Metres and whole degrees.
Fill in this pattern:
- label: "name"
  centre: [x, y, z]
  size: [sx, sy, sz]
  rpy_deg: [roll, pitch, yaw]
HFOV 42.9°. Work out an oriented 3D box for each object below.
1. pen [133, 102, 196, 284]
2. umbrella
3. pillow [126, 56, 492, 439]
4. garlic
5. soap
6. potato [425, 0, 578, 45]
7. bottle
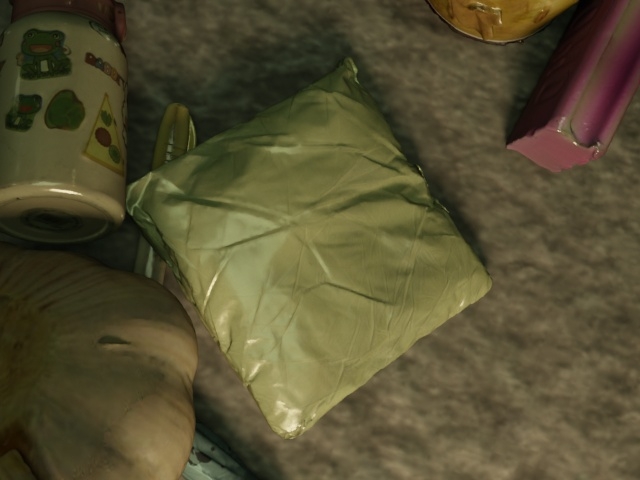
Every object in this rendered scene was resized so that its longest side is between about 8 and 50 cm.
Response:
- label: "pen"
  centre: [-0.153, -0.018, 0.786]
  size: [0.040, 0.032, 0.233]
  rpy_deg: [11, 86, -31]
- label: "umbrella"
  centre: [-0.062, 0.254, 0.766]
  size: [0.052, 0.053, 0.250]
  rpy_deg: [-44, 92, -11]
- label: "pillow"
  centre: [-0.002, -0.001, 0.775]
  size: [0.274, 0.076, 0.280]
  rpy_deg: [-33, 91, -18]
- label: "garlic"
  centre: [-0.250, 0.142, 0.654]
  size: [0.322, 0.241, 0.322]
  rpy_deg: [16, 40, -14]
- label: "soap"
  centre: [0.272, -0.171, 0.810]
  size: [0.066, 0.122, 0.203]
  rpy_deg: [30, 81, -6]
- label: "potato"
  centre: [0.179, -0.361, 0.776]
  size: [0.247, 0.196, 0.299]
  rpy_deg: [-29, 89, -10]
- label: "bottle"
  centre: [-0.228, -0.131, 0.720]
  size: [0.121, 0.120, 0.253]
  rpy_deg: [0, 67, -8]
